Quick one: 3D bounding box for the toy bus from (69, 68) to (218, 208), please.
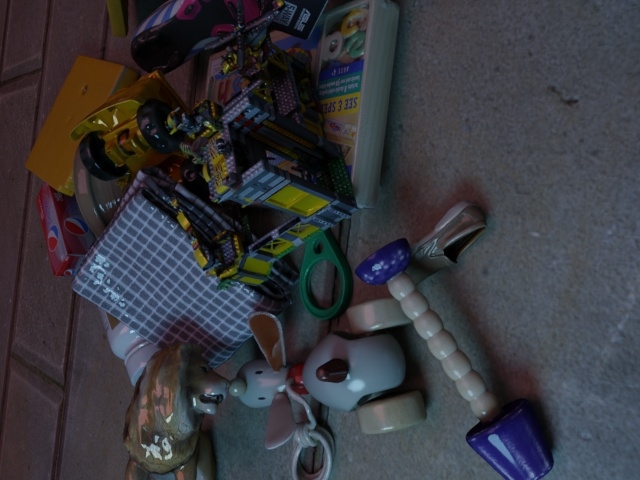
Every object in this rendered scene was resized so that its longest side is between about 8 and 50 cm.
[{"bbox_3d":[-0.256,-0.159,0.900,0.149,0.220,0.211,-21,35,21],"label":"toy bus"}]

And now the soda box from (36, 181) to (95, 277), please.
[{"bbox_3d":[-0.636,-0.036,1.386,0.092,0.083,0.263,-49,55,29],"label":"soda box"}]

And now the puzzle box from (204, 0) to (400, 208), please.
[{"bbox_3d":[-0.064,-0.183,0.845,0.408,0.052,0.272,3,86,48],"label":"puzzle box"}]

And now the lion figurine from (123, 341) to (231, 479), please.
[{"bbox_3d":[-0.221,0.330,0.858,0.392,0.142,0.240,108,163,-55],"label":"lion figurine"}]

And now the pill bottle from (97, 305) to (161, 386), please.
[{"bbox_3d":[-0.337,0.153,1.041,0.131,0.131,0.229,-51,54,27],"label":"pill bottle"}]

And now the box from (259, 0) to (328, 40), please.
[{"bbox_3d":[-0.002,-0.463,0.716,0.242,0.076,0.308,132,144,-53],"label":"box"}]

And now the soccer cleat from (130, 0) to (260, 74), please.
[{"bbox_3d":[-0.197,-0.405,0.965,0.331,0.116,0.143,-16,47,25],"label":"soccer cleat"}]

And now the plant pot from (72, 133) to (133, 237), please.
[{"bbox_3d":[-0.323,-0.102,1.011,0.109,0.237,0.238,-7,79,19],"label":"plant pot"}]

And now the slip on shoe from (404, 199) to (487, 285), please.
[{"bbox_3d":[0.141,0.015,0.650,0.135,0.051,0.041,-49,48,20],"label":"slip on shoe"}]

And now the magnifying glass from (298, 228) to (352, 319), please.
[{"bbox_3d":[0.000,0.000,0.808,0.092,0.026,0.231,-17,75,42],"label":"magnifying glass"}]

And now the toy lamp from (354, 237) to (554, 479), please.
[{"bbox_3d":[0.143,0.125,0.590,0.080,0.080,0.275,-42,73,33],"label":"toy lamp"}]

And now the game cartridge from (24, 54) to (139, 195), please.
[{"bbox_3d":[-0.583,-0.283,1.335,0.285,0.052,0.324,26,91,43],"label":"game cartridge"}]

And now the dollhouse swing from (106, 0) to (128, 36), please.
[{"bbox_3d":[-0.327,-0.634,1.146,0.315,0.305,0.347,-8,69,0],"label":"dollhouse swing"}]

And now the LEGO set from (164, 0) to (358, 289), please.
[{"bbox_3d":[-0.113,-0.116,0.682,0.254,0.192,0.332,-22,65,34],"label":"LEGO set"}]

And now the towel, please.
[{"bbox_3d":[-0.209,0.056,0.837,0.235,0.283,0.121,-43,14,34],"label":"towel"}]

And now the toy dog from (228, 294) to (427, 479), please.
[{"bbox_3d":[-0.020,0.181,0.709,0.333,0.161,0.220,-45,57,31],"label":"toy dog"}]
